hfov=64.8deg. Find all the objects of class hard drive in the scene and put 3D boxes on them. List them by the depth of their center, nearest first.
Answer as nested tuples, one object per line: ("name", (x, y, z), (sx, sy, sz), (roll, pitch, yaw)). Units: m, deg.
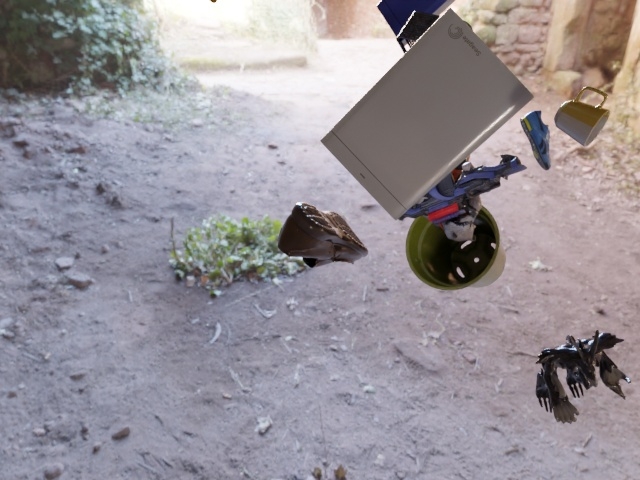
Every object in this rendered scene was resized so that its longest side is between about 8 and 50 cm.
("hard drive", (0.203, -0.242, 1.011), (0.233, 0.353, 0.047), (47, 18, -1))
("hard drive", (0.328, -0.752, 1.490), (0.040, 0.319, 0.210), (25, 37, -45))

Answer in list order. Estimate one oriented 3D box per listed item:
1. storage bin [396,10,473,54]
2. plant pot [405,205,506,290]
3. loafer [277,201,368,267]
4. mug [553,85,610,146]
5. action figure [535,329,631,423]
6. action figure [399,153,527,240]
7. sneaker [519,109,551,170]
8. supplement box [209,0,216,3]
("storage bin", (0.299, -0.498, 1.283), (0.180, 0.084, 0.122), (34, -1, 38))
("plant pot", (0.439, 0.034, 1.528), (0.276, 0.276, 0.254), (26, 2, 38))
("loafer", (0.000, 0.000, 1.279), (0.133, 0.130, 0.366), (54, 16, 27))
("mug", (0.407, -0.194, 0.785), (0.064, 0.078, 0.062), (39, 17, 28))
("action figure", (0.496, 0.261, 0.965), (0.164, 0.275, 0.140), (-22, 60, 3))
("action figure", (0.370, -0.151, 1.274), (0.341, 0.330, 0.179), (-14, -29, 41))
("sneaker", (0.760, -0.344, 1.725), (0.082, 0.209, 0.069), (-25, 9, 6))
("supplement box", (-0.207, -0.531, 0.798), (0.191, 0.194, 0.129), (25, 18, -49))
